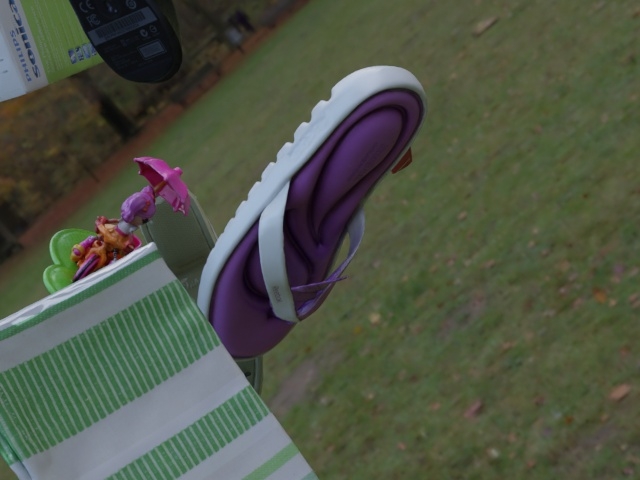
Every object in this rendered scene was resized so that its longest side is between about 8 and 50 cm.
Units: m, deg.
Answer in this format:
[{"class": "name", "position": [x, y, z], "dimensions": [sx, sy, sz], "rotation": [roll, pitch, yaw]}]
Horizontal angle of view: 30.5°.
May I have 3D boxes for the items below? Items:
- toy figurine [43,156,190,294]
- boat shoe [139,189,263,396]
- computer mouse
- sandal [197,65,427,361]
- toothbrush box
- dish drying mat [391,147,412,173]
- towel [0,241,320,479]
[{"class": "toy figurine", "position": [-0.214, -0.018, 1.294], "dimensions": [0.159, 0.130, 0.173], "rotation": [-53, -3, 22]}, {"class": "boat shoe", "position": [-0.141, 0.076, 1.480], "dimensions": [0.113, 0.302, 0.103], "rotation": [-16, 1, 2]}, {"class": "computer mouse", "position": [-0.180, -0.278, 1.081], "dimensions": [0.184, 0.262, 0.060], "rotation": [-20, 26, 36]}, {"class": "sandal", "position": [-0.013, 0.000, 1.257], "dimensions": [0.169, 0.102, 0.416], "rotation": [0, -48, -37]}, {"class": "toothbrush box", "position": [-0.361, -0.271, 1.335], "dimensions": [0.122, 0.206, 0.283], "rotation": [-15, 14, 14]}, {"class": "dish drying mat", "position": [0.097, -0.104, 1.432], "dimensions": [0.032, 0.008, 0.083], "rotation": [-30, -18, -3]}, {"class": "towel", "position": [-0.157, 0.182, 1.074], "dimensions": [0.248, 0.325, 0.038], "rotation": [-31, -7, -35]}]
